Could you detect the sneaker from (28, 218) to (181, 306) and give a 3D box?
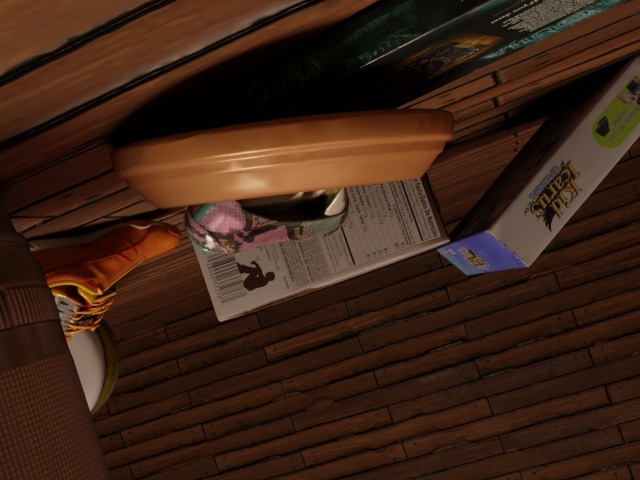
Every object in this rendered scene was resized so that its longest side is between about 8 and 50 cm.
[{"bbox_3d":[-0.201,0.023,0.678,0.175,0.067,0.064,-19,175,-39],"label":"sneaker"}]

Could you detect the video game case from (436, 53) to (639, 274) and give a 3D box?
[{"bbox_3d":[0.258,-0.070,0.879,0.244,0.061,0.269,-48,178,-4],"label":"video game case"}]

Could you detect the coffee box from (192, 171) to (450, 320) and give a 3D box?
[{"bbox_3d":[0.000,0.000,0.975,0.297,0.119,0.168,-19,176,-2],"label":"coffee box"}]

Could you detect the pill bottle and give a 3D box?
[{"bbox_3d":[-0.377,0.171,1.035,0.187,0.188,0.334,-19,177,-12],"label":"pill bottle"}]

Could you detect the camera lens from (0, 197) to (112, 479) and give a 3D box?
[{"bbox_3d":[-0.232,0.127,0.399,0.219,0.274,0.219,-19,177,-1],"label":"camera lens"}]

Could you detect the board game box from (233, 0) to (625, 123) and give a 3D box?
[{"bbox_3d":[0.062,-0.107,0.403,0.186,0.026,0.126,-21,176,29],"label":"board game box"}]

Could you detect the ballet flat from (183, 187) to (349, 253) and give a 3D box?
[{"bbox_3d":[-0.027,-0.040,0.690,0.221,0.077,0.079,-14,155,-51],"label":"ballet flat"}]

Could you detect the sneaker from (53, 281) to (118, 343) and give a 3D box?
[{"bbox_3d":[-0.259,0.059,0.807,0.084,0.083,0.215,-14,173,-40],"label":"sneaker"}]

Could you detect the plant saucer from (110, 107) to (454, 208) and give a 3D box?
[{"bbox_3d":[-0.020,-0.045,0.446,0.199,0.037,0.200,-7,-176,1],"label":"plant saucer"}]
